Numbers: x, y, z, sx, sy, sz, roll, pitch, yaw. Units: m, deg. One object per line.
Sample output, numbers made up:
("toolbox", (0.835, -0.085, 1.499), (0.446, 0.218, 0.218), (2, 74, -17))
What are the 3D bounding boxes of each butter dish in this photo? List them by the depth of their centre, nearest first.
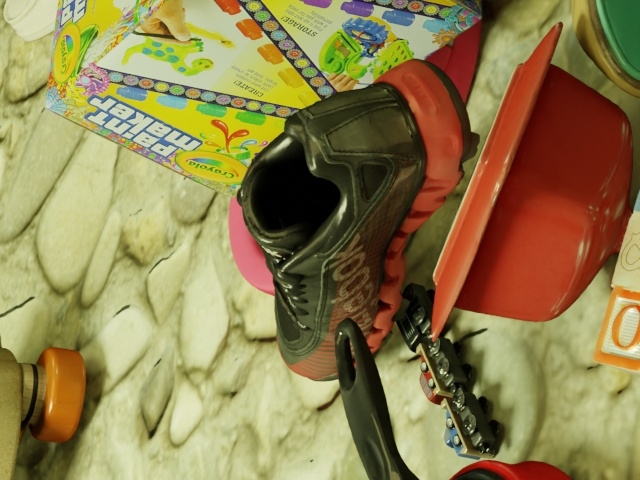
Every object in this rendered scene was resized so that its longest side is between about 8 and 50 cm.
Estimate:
("butter dish", (0.146, -0.020, 1.151), (0.160, 0.118, 0.160), (-66, -3, -45))

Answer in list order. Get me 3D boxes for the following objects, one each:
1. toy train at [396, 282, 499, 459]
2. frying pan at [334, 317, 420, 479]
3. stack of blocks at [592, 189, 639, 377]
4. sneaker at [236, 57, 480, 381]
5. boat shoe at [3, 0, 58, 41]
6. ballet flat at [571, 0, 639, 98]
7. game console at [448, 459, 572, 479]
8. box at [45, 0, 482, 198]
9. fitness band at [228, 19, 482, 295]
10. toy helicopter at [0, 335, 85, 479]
("toy train", (0.081, 0.089, 1.265), (0.036, 0.027, 0.158), (-56, 35, 27))
("frying pan", (0.048, 0.212, 1.126), (0.197, 0.053, 0.326), (-64, 31, 20))
("stack of blocks", (0.285, 0.012, 0.952), (0.297, 0.087, 0.171), (10, 82, 57))
("sneaker", (0.000, 0.000, 1.245), (0.097, 0.135, 0.276), (58, 146, 30))
("boat shoe", (-0.252, -0.310, 1.888), (0.277, 0.096, 0.098), (-46, 41, 33))
("ballet flat", (0.190, -0.168, 1.210), (0.073, 0.080, 0.232), (121, 156, -53))
("game console", (0.101, 0.350, 1.090), (0.342, 0.060, 0.386), (-61, 33, 24))
("box", (-0.044, -0.238, 1.391), (0.279, 0.177, 0.290), (-33, 43, 40))
("fitness band", (0.019, -0.093, 1.424), (0.209, 0.054, 0.291), (26, 94, 57))
("toy helicopter", (-0.338, 0.192, 1.766), (0.355, 0.140, 0.235), (-168, 87, -67))
